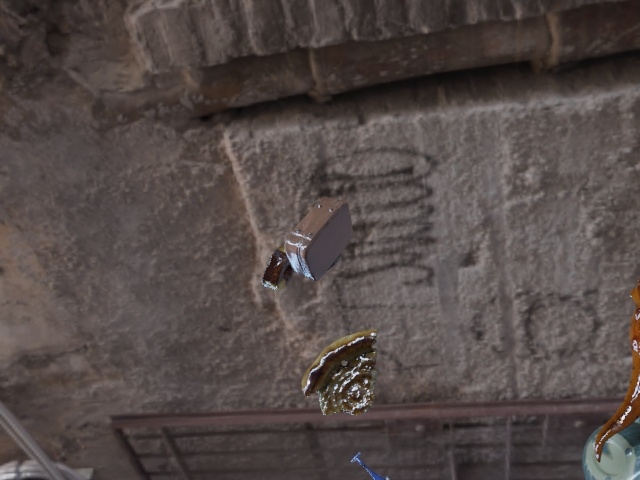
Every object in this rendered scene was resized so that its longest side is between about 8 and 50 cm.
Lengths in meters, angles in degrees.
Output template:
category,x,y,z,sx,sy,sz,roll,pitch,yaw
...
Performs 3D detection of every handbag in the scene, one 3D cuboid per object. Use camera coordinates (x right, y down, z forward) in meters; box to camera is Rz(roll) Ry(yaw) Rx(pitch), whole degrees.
category,x,y,z,sx,sy,sz,roll,pitch,yaw
handbag,0.000,0.000,1.679,0.193,0.072,0.151,-51,-35,-33

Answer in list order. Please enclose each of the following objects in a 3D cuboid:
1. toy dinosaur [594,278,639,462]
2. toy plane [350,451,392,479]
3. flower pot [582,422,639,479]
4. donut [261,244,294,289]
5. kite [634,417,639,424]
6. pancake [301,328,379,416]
category,x,y,z,sx,sy,sz,roll,pitch,yaw
toy dinosaur,0.661,0.223,1.312,0.097,0.208,0.432,42,-119,-30
toy plane,0.152,0.643,1.855,0.167,0.054,0.062,46,178,-15
flower pot,0.638,0.472,1.391,0.189,0.157,0.243,-54,16,7
donut,-0.116,0.081,2.018,0.140,0.059,0.140,-53,-20,-29
kite,0.870,0.467,1.777,0.183,0.010,0.160,-26,45,64
pancake,0.055,0.368,1.932,0.056,0.212,0.257,55,-138,-71
